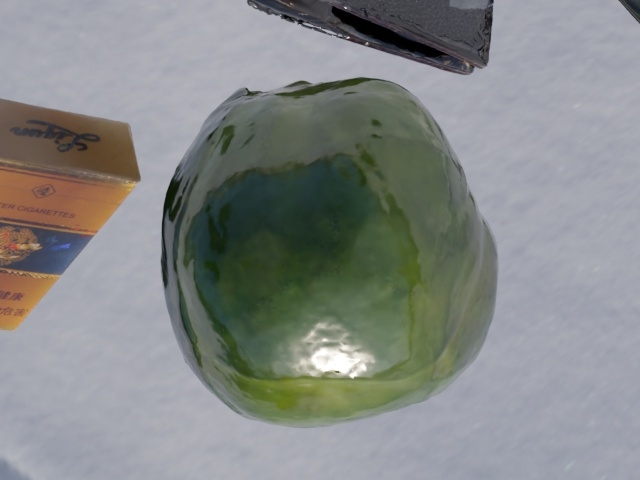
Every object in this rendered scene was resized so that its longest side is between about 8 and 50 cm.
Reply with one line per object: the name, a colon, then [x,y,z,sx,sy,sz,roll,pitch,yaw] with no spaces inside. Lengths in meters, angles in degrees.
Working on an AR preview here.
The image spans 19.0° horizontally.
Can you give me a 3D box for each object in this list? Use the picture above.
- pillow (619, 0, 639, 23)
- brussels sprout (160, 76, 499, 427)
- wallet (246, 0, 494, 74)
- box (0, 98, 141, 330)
pillow: [0.338,-0.190,1.717,0.217,0.130,0.033,62,151,33]
brussels sprout: [0.000,0.000,1.214,0.210,0.271,0.219,-19,122,6]
wallet: [0.041,-0.276,1.634,0.071,0.262,0.220,-24,56,54]
box: [-0.274,-0.017,1.602,0.237,0.152,0.070,-48,47,38]
